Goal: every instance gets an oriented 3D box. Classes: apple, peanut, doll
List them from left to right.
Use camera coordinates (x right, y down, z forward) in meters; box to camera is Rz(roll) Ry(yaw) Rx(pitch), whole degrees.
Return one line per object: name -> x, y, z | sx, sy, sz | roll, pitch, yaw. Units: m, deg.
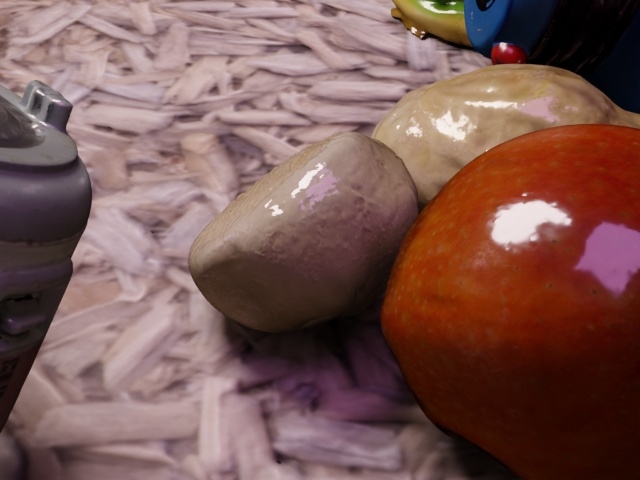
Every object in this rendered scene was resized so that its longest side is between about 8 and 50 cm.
apple -> 0.152, 0.040, 0.695 | 0.230, 0.230, 0.230 | 3, 38, -3
peanut -> 0.191, -0.047, 0.860 | 0.313, 0.152, 0.152 | 20, 41, 14
doll -> 0.289, -0.202, 0.973 | 0.310, 0.240, 0.284 | 9, -5, -12

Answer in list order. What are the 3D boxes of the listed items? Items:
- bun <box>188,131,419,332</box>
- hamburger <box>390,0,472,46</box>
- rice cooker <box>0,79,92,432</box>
bun -> 0.000, 0.000, 0.795 | 0.173, 0.167, 0.113 | -43, 102, -35
hamburger -> 0.181, -0.306, 1.179 | 0.237, 0.149, 0.237 | 2, 38, -2
rice cooker -> -0.273, 0.031, 0.593 | 0.264, 0.316, 0.316 | 28, 42, 9
